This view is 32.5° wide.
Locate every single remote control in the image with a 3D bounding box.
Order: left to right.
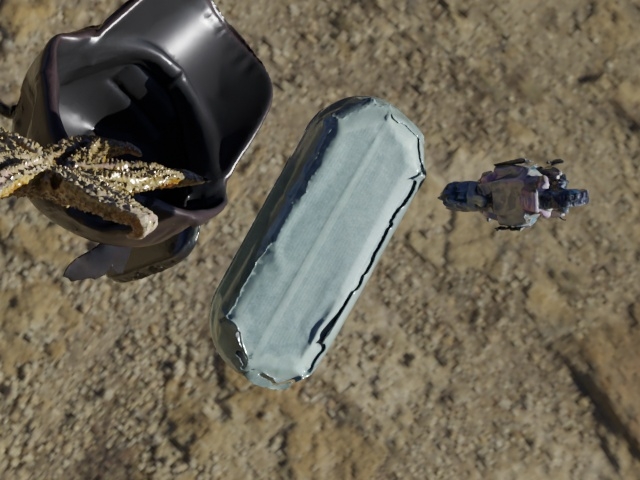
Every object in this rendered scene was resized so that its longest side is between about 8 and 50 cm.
[{"bbox_3d":[0.000,0.000,0.869,0.104,0.052,0.247,29,88,-18],"label":"remote control"}]

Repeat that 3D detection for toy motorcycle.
[{"bbox_3d":[0.285,-0.065,1.684,0.204,0.239,0.108,-5,82,-4],"label":"toy motorcycle"}]

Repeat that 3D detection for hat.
[{"bbox_3d":[-0.208,-0.117,1.120,0.238,0.209,0.336,51,43,-23],"label":"hat"}]

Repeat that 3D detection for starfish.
[{"bbox_3d":[-0.194,-0.053,0.818,0.240,0.043,0.227,30,18,28],"label":"starfish"}]

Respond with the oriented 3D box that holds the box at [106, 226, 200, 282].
[{"bbox_3d":[-0.250,-0.044,1.661,0.042,0.212,0.201,27,59,-42],"label":"box"}]
